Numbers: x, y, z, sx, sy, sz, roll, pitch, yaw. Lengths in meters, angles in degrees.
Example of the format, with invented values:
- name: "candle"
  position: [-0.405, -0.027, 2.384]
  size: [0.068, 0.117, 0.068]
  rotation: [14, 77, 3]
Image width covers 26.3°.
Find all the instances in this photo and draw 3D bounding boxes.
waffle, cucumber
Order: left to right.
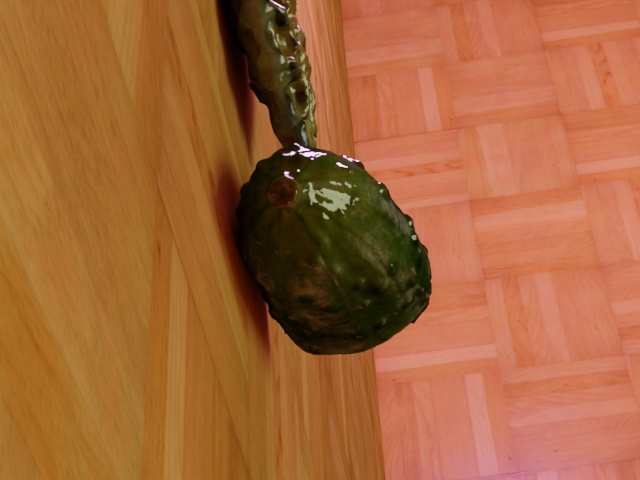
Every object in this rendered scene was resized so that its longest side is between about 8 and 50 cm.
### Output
- name: "waffle"
  position: [-0.044, -0.189, 1.095]
  size: [0.223, 0.054, 0.204]
  rotation: [-95, 176, -54]
- name: "cucumber"
  position: [-0.001, -0.003, 0.956]
  size: [0.244, 0.134, 0.134]
  rotation: [56, 27, -71]
